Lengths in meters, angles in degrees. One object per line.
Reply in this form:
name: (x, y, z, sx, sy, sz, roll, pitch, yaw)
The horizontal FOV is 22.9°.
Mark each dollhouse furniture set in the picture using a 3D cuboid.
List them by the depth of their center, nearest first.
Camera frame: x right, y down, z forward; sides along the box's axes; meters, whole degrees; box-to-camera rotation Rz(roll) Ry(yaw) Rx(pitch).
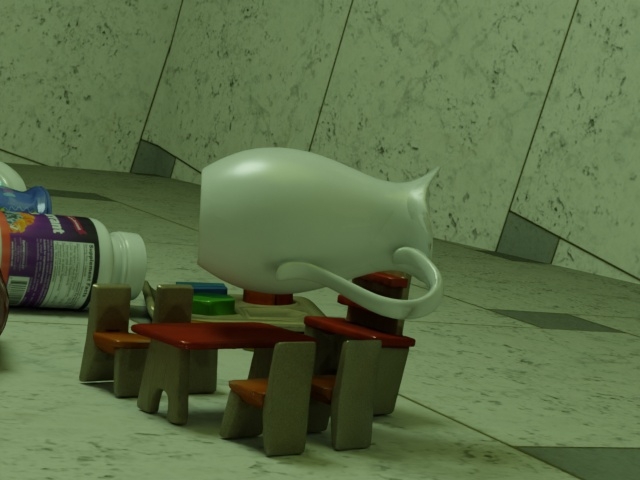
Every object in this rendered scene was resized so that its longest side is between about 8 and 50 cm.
dollhouse furniture set: (-0.043, 0.084, 1.396, 0.259, 0.135, 0.262, 2, 8, -44)

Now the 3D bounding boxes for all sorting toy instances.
sorting toy: (-0.090, 0.082, 1.844, 0.229, 0.041, 0.307, 7, 5, -9)

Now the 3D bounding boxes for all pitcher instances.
pitcher: (0.000, 0.000, 1.338, 0.207, 0.125, 0.177, 3, 35, -4)

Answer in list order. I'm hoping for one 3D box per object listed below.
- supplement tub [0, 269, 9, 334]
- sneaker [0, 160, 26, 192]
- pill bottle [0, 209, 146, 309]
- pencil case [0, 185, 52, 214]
supplement tub: (-0.343, 0.054, 1.469, 0.106, 0.106, 0.198, 6, 6, -16)
sneaker: (-0.574, -0.047, 2.151, 0.366, 0.135, 0.150, 1, 9, 27)
pill bottle: (-0.302, 0.024, 1.804, 0.193, 0.108, 0.108, 5, 6, -30)
pencil case: (-0.491, -0.023, 1.975, 0.306, 0.119, 0.133, 6, -3, -19)
